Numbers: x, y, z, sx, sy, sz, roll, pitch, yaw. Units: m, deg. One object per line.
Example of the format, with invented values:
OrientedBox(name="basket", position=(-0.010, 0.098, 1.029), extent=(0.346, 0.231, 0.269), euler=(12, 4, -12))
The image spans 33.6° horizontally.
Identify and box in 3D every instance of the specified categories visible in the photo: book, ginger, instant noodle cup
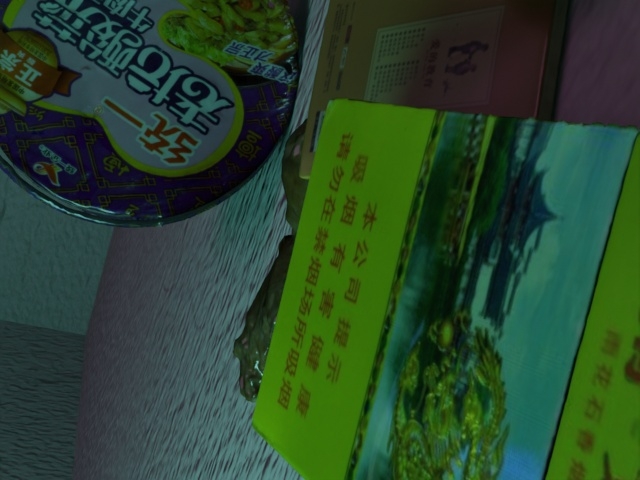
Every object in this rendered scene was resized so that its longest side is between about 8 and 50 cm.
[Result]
OrientedBox(name="book", position=(0.056, -0.092, 0.575), extent=(0.172, 0.012, 0.118), euler=(2, 79, 48))
OrientedBox(name="ginger", position=(-0.001, 0.001, 0.705), extent=(0.122, 0.084, 0.290), euler=(-84, 16, -45))
OrientedBox(name="instant noodle cup", position=(-0.197, -0.162, 1.164), extent=(0.266, 0.340, 0.339), euler=(129, 151, -80))

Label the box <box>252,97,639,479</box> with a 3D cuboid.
OrientedBox(name="box", position=(0.066, 0.043, 0.419), extent=(0.335, 0.047, 0.187), euler=(23, 100, 64))
